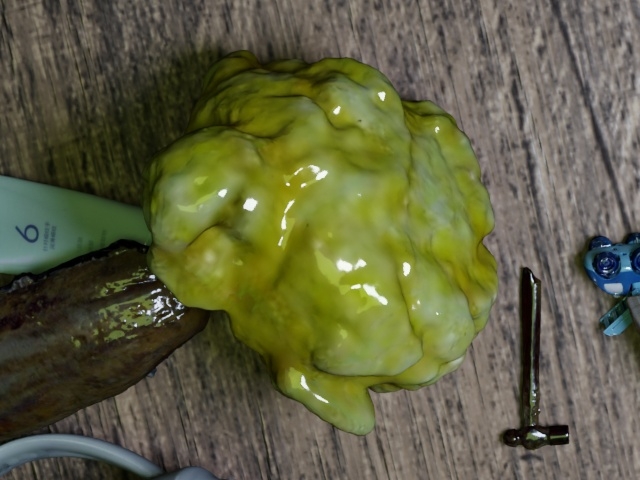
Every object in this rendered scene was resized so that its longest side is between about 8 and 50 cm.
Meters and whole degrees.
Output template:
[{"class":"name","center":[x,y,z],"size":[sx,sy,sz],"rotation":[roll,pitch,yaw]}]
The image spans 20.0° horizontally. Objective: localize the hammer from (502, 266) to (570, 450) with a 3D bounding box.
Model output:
[{"class":"hammer","center":[0.207,0.113,1.744],"size":[0.065,0.021,0.178],"rotation":[0,95,8]}]

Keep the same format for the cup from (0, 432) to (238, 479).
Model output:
[{"class":"cup","center":[-0.215,0.328,1.749],"size":[0.327,0.237,0.322],"rotation":[-19,64,12]}]

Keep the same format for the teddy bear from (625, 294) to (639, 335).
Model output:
[{"class":"teddy bear","center":[0.522,0.136,1.657],"size":[0.362,0.375,0.327],"rotation":[37,106,45]}]

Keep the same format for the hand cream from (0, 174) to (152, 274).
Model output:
[{"class":"hand cream","center":[-0.298,-0.013,1.793],"size":[0.321,0.067,0.109],"rotation":[9,100,15]}]

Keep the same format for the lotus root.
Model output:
[{"class":"lotus root","center":[-0.251,0.111,1.749],"size":[0.329,0.078,0.167],"rotation":[-26,118,21]}]

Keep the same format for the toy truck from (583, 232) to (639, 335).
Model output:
[{"class":"toy truck","center":[0.284,0.043,1.706],"size":[0.073,0.056,0.090],"rotation":[-4,110,3]}]

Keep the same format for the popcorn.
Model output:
[{"class":"popcorn","center":[0.007,-0.011,1.619],"size":[0.334,0.292,0.293],"rotation":[32,94,-4]}]
